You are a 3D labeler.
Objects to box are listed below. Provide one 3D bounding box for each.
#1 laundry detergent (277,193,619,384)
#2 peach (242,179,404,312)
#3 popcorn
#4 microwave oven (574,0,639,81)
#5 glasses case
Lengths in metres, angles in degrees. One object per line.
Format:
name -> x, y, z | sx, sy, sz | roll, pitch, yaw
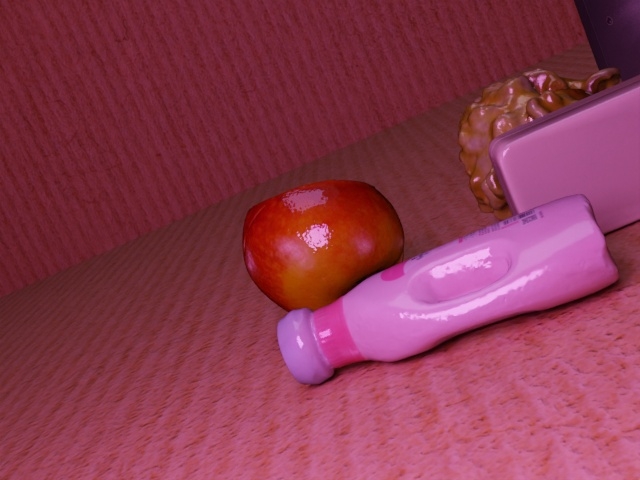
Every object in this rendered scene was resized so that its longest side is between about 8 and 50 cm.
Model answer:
laundry detergent -> 0.119, 0.056, 0.967 | 0.335, 0.087, 0.159 | -23, 11, 13
peach -> 0.000, 0.000, 1.192 | 0.190, 0.192, 0.190 | -36, -28, -23
popcorn -> 0.284, -0.127, 1.234 | 0.217, 0.181, 0.235 | -18, 12, 29
microwave oven -> 0.711, -0.431, 1.640 | 0.432, 0.236, 0.374 | -29, 11, -22
glasses case -> 0.365, -0.110, 1.081 | 0.337, 0.144, 0.076 | -22, 10, 5
